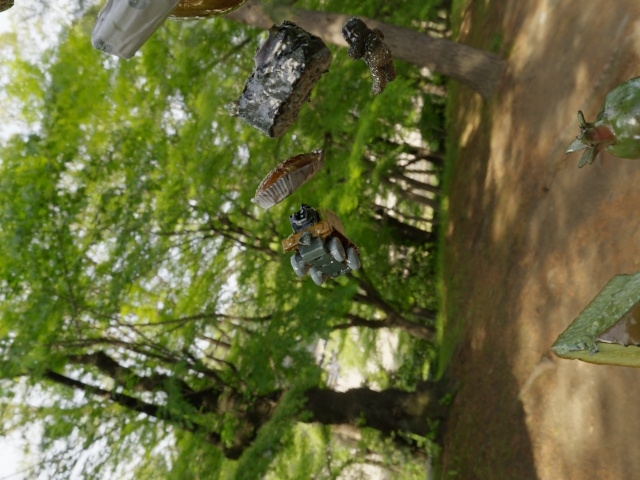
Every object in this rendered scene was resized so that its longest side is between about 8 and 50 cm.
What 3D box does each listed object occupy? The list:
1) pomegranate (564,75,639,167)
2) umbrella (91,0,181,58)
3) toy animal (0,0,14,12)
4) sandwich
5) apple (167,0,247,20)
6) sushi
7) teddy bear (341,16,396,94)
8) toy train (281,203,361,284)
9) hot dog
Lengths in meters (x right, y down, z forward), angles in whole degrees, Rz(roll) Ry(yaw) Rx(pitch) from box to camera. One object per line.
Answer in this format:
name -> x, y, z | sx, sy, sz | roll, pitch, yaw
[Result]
pomegranate -> 0.518, -0.199, 1.038 | 0.152, 0.191, 0.131 | 55, -169, -66
umbrella -> -0.200, -0.318, 0.743 | 0.337, 0.073, 0.067 | -17, 79, 51
toy animal -> -0.544, -0.433, 1.019 | 0.188, 0.089, 0.179 | -26, 3, 44
sandwich -> 0.322, 0.061, 0.508 | 0.090, 0.245, 0.088 | 117, 157, -68
apple -> -0.234, -0.541, 0.960 | 0.391, 0.392, 0.346 | 109, 157, -50
sushi -> -0.067, -0.297, 1.100 | 0.147, 0.115, 0.212 | -41, -11, -46
teddy bear -> 0.109, -0.391, 1.247 | 0.078, 0.160, 0.119 | -17, 28, 49
toy train -> 0.000, 0.000, 1.041 | 0.219, 0.089, 0.127 | 35, -147, -65
hot dog -> -0.054, -0.109, 1.020 | 0.099, 0.053, 0.192 | -30, 9, 39
